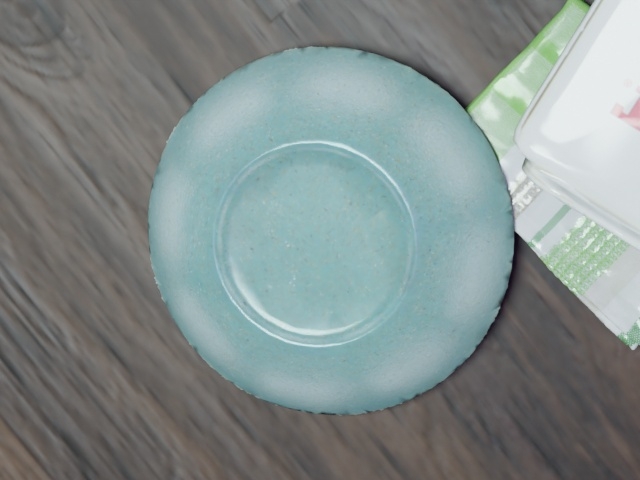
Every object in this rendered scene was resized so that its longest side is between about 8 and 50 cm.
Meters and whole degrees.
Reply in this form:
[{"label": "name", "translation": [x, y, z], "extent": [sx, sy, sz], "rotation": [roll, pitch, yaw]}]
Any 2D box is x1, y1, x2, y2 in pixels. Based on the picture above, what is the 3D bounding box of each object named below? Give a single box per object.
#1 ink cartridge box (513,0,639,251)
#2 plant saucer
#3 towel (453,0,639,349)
[{"label": "ink cartridge box", "translation": [0.298, -0.131, 0.759], "extent": [0.279, 0.160, 0.385], "rotation": [33, 102, 4]}, {"label": "plant saucer", "translation": [0.000, 0.000, 0.890], "extent": [0.194, 0.037, 0.195], "rotation": [2, 102, 12]}, {"label": "towel", "translation": [0.146, -0.034, 0.891], "extent": [0.152, 0.023, 0.113], "rotation": [44, 98, 1]}]
